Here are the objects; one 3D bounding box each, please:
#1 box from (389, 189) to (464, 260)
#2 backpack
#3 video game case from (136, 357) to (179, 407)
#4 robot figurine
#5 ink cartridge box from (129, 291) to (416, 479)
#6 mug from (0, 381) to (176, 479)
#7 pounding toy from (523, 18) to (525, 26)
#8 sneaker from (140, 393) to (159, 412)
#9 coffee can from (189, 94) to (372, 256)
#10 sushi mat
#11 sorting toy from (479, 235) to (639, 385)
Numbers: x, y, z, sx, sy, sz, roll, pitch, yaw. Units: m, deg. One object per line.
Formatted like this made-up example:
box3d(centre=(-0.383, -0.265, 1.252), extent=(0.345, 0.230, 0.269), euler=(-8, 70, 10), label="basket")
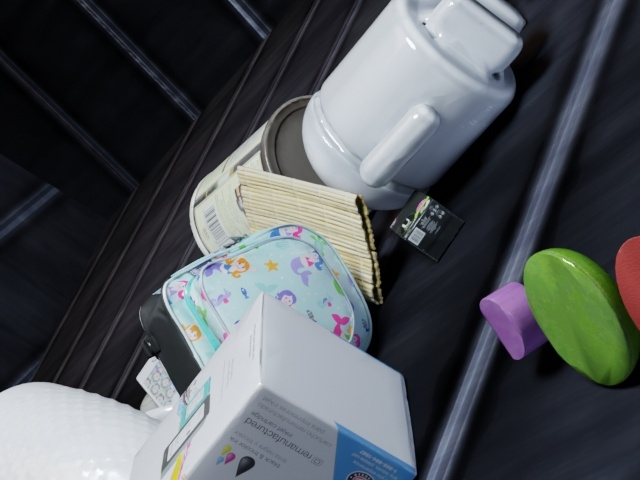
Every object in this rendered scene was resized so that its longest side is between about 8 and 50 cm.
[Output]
box3d(centre=(0.130, -0.019, 1.673), extent=(0.062, 0.052, 0.083), euler=(-55, 14, 3), label="box")
box3d(centre=(-0.063, 0.099, 1.664), extent=(0.253, 0.225, 0.191), euler=(-25, -7, -38), label="backpack")
box3d(centre=(-0.200, 0.195, 2.039), extent=(0.143, 0.019, 0.157), euler=(-55, 46, 7), label="video game case")
box3d(centre=(0.112, -0.178, 1.764), extent=(0.353, 0.200, 0.300), euler=(-48, 10, 30), label="robot figurine")
box3d(centre=(-0.060, 0.243, 1.463), extent=(0.270, 0.198, 0.197), euler=(-52, 17, 20), label="ink cartridge box")
box3d(centre=(-0.256, 0.325, 1.794), extent=(0.328, 0.276, 0.374), euler=(8, 30, 44), label="mug")
box3d(centre=(0.304, -0.393, 1.852), extent=(0.154, 0.154, 0.269), euler=(-33, 16, -24), label="pounding toy")
box3d(centre=(-0.226, 0.156, 2.141), extent=(0.262, 0.121, 0.099), euler=(-58, 14, -1), label="sneaker")
box3d(centre=(-0.054, -0.074, 2.067), extent=(0.275, 0.201, 0.201), euler=(-35, 27, 55), label="coffee can")
box3d(centre=(-0.020, -0.013, 1.829), extent=(0.019, 0.151, 0.316), euler=(-20, 20, -28), label="sushi mat")
box3d(centre=(0.265, 0.035, 1.122), extent=(0.126, 0.127, 0.365), euler=(-31, 4, -19), label="sorting toy")
